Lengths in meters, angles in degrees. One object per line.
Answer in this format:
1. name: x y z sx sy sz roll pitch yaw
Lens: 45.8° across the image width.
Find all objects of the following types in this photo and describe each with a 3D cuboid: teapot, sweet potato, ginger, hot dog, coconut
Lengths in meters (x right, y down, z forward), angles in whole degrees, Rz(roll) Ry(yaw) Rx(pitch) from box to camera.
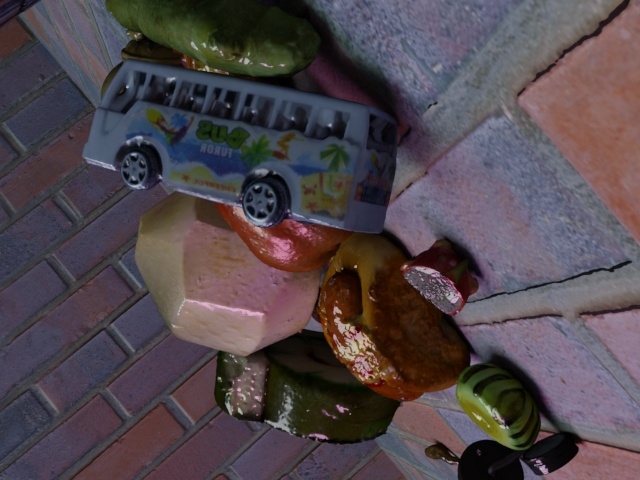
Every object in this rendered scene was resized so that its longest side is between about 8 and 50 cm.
1. teapot: -0.264 -0.265 1.230 0.269 0.173 0.182 -98 13 -65
2. sweet potato: 0.290 0.514 1.830 0.041 0.038 0.153 31 166 -18
3. ginger: -0.116 -0.235 0.798 0.137 0.089 0.290 6 -162 -40
4. hot dog: 0.086 0.122 1.059 0.257 0.153 0.150 55 168 -21
5. coconut: -0.173 0.032 1.405 0.352 0.352 0.352 48 168 13

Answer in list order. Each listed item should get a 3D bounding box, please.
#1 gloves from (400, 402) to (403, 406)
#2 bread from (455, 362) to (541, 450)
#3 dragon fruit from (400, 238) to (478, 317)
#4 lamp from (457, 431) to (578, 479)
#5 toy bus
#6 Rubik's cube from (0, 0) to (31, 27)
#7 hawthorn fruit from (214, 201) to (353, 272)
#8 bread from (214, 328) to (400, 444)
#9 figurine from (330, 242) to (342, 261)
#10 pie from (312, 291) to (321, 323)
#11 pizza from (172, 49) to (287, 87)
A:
1. gloves: 0.174 0.374 1.810 0.044 0.037 0.081 -33 80 43
2. bread: 0.233 0.213 0.995 0.130 0.071 0.139 44 169 40
3. dragon fruit: 0.139 0.036 0.841 0.083 0.056 0.060 43 146 1
4. lamp: 0.306 0.339 1.106 0.108 0.130 0.371 59 160 10
5. toy bus: -0.087 -0.097 0.776 0.329 0.136 0.109 16 -172 26
6. Rubik's cube: -0.485 -0.462 1.054 0.293 0.292 0.287 53 169 -23
7. hawthorn fruit: -0.037 -0.054 0.911 0.189 0.189 0.189 48 168 13
8. bread: -0.028 0.273 1.508 0.366 0.382 0.129 24 109 56
9. figurine: -0.002 -0.002 1.240 0.101 0.068 0.143 41 179 19
10. pie: -0.022 0.122 1.738 0.219 0.054 0.204 47 168 4
11. pizza: -0.119 -0.215 0.958 0.289 0.081 0.229 55 167 -17
